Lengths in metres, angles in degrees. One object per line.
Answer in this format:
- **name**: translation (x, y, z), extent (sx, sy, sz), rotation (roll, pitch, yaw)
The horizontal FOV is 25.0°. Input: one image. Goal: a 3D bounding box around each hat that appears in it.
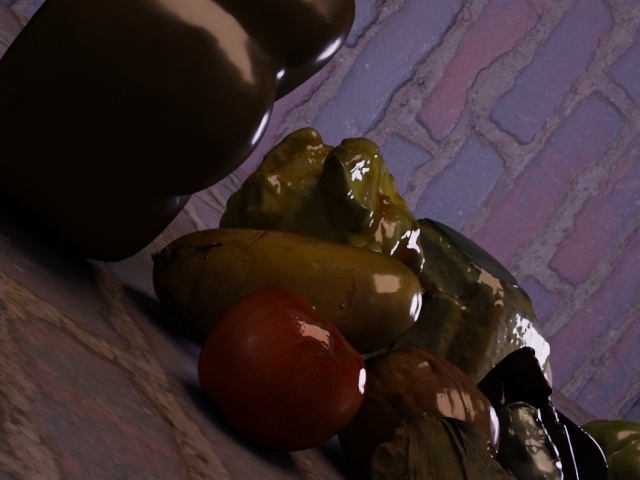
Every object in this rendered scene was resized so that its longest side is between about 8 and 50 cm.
- **hat**: translation (0.241, 0.305, 1.779), extent (0.336, 0.209, 0.238), rotation (55, 15, -36)

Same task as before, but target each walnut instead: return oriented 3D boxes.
- **walnut**: translation (0.102, 0.201, 1.559), extent (0.167, 0.167, 0.207), rotation (34, 9, -37)

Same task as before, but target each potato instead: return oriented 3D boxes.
- **potato**: translation (-0.042, 0.060, 1.566), extent (0.300, 0.140, 0.173), rotation (8, 20, 12)

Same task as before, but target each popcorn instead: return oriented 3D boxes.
- **popcorn**: translation (-0.004, -0.002, 1.927), extent (0.335, 0.279, 0.274), rotation (31, 49, -60)

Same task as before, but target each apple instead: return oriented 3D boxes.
- **apple**: translation (-0.039, 0.129, 1.407), extent (0.163, 0.139, 0.163), rotation (44, -7, 7)

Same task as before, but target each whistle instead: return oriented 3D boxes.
- **whistle**: translation (0.254, 0.313, 1.500), extent (0.346, 0.142, 0.134), rotation (-106, -169, -46)

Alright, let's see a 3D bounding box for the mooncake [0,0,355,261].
- **mooncake**: translation (-0.181, -0.190, 1.584), extent (0.262, 0.467, 0.467), rotation (42, 5, -11)

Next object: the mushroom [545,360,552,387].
- **mushroom**: translation (0.306, 0.244, 2.540), extent (0.206, 0.209, 0.206), rotation (41, -24, 23)

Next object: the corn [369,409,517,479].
- **corn**: translation (0.131, 0.265, 1.323), extent (0.122, 0.123, 0.305), rotation (21, 14, -23)

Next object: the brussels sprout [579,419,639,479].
- **brussels sprout**: translation (0.487, 0.380, 2.069), extent (0.316, 0.243, 0.273), rotation (31, -3, 38)

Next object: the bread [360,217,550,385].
- **bread**: translation (0.191, 0.135, 2.153), extent (0.395, 0.264, 0.239), rotation (40, 2, 32)
